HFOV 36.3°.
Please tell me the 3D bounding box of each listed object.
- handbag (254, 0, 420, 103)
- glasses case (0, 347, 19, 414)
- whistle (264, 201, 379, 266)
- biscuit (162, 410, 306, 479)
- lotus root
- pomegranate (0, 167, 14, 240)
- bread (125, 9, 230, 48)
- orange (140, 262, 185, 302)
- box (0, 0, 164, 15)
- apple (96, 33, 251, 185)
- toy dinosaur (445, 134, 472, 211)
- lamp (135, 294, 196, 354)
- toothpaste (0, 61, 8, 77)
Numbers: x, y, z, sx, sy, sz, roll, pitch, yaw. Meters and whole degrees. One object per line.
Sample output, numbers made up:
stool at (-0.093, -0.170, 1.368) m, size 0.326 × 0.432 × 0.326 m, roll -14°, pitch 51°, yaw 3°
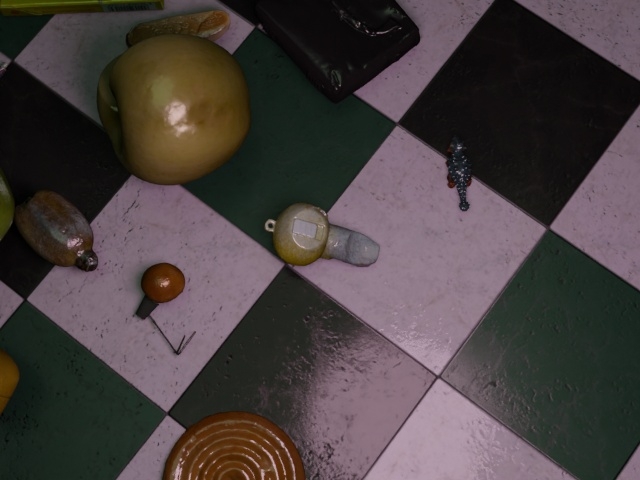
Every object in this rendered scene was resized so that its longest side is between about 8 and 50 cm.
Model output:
handbag at (0.033, -0.425, 1.924) m, size 0.244 × 0.088 × 0.275 m, roll -38°, pitch 73°, yaw -10°
glasses case at (-0.713, 0.198, 1.745) m, size 0.371 × 0.173 × 0.141 m, roll 24°, pitch 78°, yaw 6°
whistle at (0.000, 0.000, 1.816) m, size 0.223 × 0.123 × 0.122 m, roll 16°, pitch 75°, yaw -15°
biscuit at (-0.155, 0.431, 1.730) m, size 0.262 × 0.037 × 0.261 m, roll -1°, pitch 76°, yaw 3°
lotus root at (-0.490, -0.013, 1.837) m, size 0.113 × 0.088 × 0.192 m, roll -43°, pitch 77°, yaw -15°
pomegranate at (-0.695, -0.039, 1.786) m, size 0.261 × 0.260 × 0.340 m, roll 17°, pitch 109°, yaw 7°
bread at (-0.282, -0.411, 1.951) m, size 0.215 × 0.053 × 0.073 m, roll -10°, pitch 71°, yaw 3°
orange at (-0.291, 0.078, 1.808) m, size 0.085 × 0.085 × 0.084 m, roll -1°, pitch 75°, yaw 2°
box at (-0.489, -0.558, 2.003) m, size 0.335 × 0.047 × 0.186 m, roll -2°, pitch 75°, yaw 1°
apple at (-0.267, -0.246, 1.790) m, size 0.254 × 0.292 × 0.291 m, roll -11°, pitch 73°, yaw -25°
toy dinosaur at (0.265, -0.126, 1.849) m, size 0.049 × 0.055 × 0.154 m, roll -5°, pitch 72°, yaw -2°
lamp at (-0.295, 0.157, 1.812) m, size 0.121 × 0.041 × 0.054 m, roll 36°, pitch 87°, yaw 14°
toothpaste at (-0.661, -0.328, 1.964) m, size 0.027 × 0.019 × 0.083 m, roll 44°, pitch 85°, yaw -5°
